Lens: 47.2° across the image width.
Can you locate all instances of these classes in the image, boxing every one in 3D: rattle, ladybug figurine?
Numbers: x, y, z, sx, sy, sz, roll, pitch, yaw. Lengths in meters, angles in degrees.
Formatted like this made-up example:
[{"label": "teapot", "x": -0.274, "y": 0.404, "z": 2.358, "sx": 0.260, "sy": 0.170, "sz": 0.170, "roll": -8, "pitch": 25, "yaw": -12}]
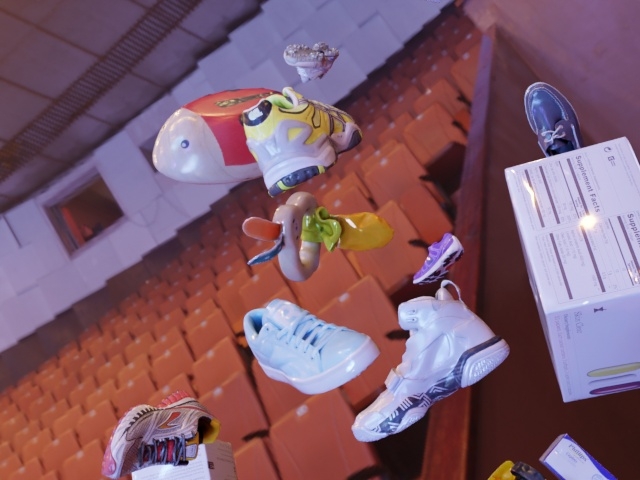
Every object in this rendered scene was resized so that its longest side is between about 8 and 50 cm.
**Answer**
[{"label": "rattle", "x": 0.000, "y": 0.000, "z": 0.970, "sx": 0.130, "sy": 0.142, "sz": 0.199, "roll": -68, "pitch": -16, "yaw": -2}, {"label": "ladybug figurine", "x": -0.211, "y": -0.275, "z": 1.835, "sx": 0.449, "sy": 0.305, "sz": 0.162, "roll": -26, "pitch": -47, "yaw": -40}]

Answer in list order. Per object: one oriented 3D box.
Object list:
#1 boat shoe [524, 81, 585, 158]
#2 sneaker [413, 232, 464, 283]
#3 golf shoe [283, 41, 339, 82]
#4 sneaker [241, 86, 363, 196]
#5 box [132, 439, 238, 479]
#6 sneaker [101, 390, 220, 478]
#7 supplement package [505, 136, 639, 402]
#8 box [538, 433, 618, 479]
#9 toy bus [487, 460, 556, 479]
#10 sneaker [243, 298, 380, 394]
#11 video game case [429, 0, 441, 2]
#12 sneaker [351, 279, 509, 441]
[{"label": "boat shoe", "x": 0.405, "y": -0.170, "z": 1.228, "sx": 0.075, "sy": 0.206, "sz": 0.065, "roll": -25, "pitch": 7, "yaw": 20}, {"label": "sneaker", "x": 0.280, "y": 0.046, "z": 1.763, "sx": 0.068, "sy": 0.071, "sz": 0.170, "roll": 2, "pitch": -40, "yaw": -38}, {"label": "golf shoe", "x": -0.024, "y": -0.371, "z": 1.560, "sx": 0.176, "sy": 0.069, "sz": 0.086, "roll": -22, "pitch": -38, "yaw": -54}, {"label": "sneaker", "x": -0.026, "y": -0.199, "z": 1.264, "sx": 0.145, "sy": 0.147, "sz": 0.385, "roll": -25, "pitch": 11, "yaw": 15}, {"label": "box", "x": -0.300, "y": 0.524, "z": 1.638, "sx": 0.181, "sy": 0.119, "sz": 0.181, "roll": -18, "pitch": -24, "yaw": 7}, {"label": "sneaker", "x": -0.222, "y": 0.281, "z": 1.048, "sx": 0.225, "sy": 0.092, "sz": 0.088, "roll": -16, "pitch": -52, "yaw": -63}, {"label": "supplement package", "x": 0.334, "y": 0.047, "z": 0.893, "sx": 0.145, "sy": 0.204, "sz": 0.262, "roll": -15, "pitch": -37, "yaw": 14}, {"label": "box", "x": 0.501, "y": 0.449, "z": 1.431, "sx": 0.072, "sy": 0.126, "sz": 0.137, "roll": -46, "pitch": -20, "yaw": -4}, {"label": "toy bus", "x": 0.438, "y": 0.564, "z": 1.420, "sx": 0.149, "sy": 0.211, "sz": 0.220, "roll": -48, "pitch": 21, "yaw": -15}, {"label": "sneaker", "x": -0.044, "y": 0.183, "z": 1.348, "sx": 0.135, "sy": 0.150, "sz": 0.366, "roll": -44, "pitch": 18, "yaw": -31}, {"label": "video game case", "x": 0.172, "y": -0.526, "z": 1.254, "sx": 0.193, "sy": 0.023, "sz": 0.212, "roll": -9, "pitch": -58, "yaw": -43}, {"label": "sneaker", "x": 0.187, "y": 0.248, "z": 1.519, "sx": 0.366, "sy": 0.210, "sz": 0.137, "roll": -34, "pitch": -10, "yaw": 4}]
